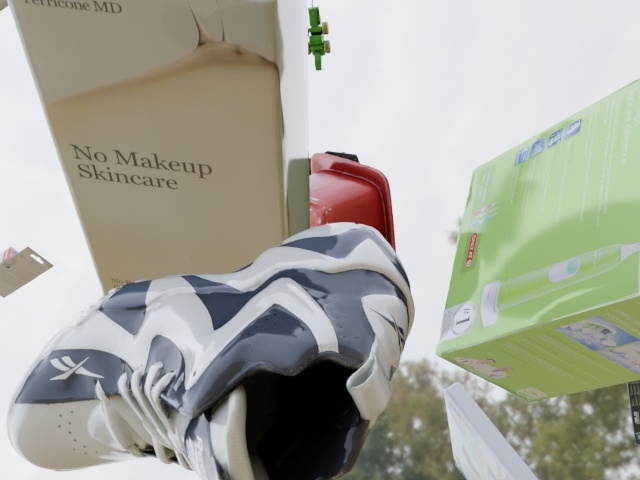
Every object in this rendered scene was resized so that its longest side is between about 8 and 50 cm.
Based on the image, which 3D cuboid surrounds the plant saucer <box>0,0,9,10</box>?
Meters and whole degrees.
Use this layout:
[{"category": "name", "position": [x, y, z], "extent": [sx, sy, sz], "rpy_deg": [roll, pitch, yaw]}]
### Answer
[{"category": "plant saucer", "position": [-0.543, -0.483, 1.154], "extent": [0.401, 0.100, 0.400], "rpy_deg": [0, -56, 1]}]

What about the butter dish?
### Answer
[{"category": "butter dish", "position": [0.000, 0.000, 0.926], "extent": [0.118, 0.160, 0.160], "rpy_deg": [-16, -69, -27]}]

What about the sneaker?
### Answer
[{"category": "sneaker", "position": [-0.064, 0.084, 0.416], "extent": [0.235, 0.153, 0.094], "rpy_deg": [-17, -68, 9]}]

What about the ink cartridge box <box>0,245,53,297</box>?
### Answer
[{"category": "ink cartridge box", "position": [-0.501, 0.044, 1.444], "extent": [0.115, 0.029, 0.063], "rpy_deg": [-30, -48, 16]}]

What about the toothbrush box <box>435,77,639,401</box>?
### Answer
[{"category": "toothbrush box", "position": [0.242, -0.001, 0.725], "extent": [0.122, 0.206, 0.283], "rpy_deg": [27, -31, -20]}]

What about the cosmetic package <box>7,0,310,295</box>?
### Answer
[{"category": "cosmetic package", "position": [-0.092, -0.079, 0.617], "extent": [0.160, 0.113, 0.309], "rpy_deg": [6, -38, 6]}]

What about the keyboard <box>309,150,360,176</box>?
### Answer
[{"category": "keyboard", "position": [-0.035, -0.095, 1.212], "extent": [0.192, 0.038, 0.100], "rpy_deg": [-18, -17, 38]}]

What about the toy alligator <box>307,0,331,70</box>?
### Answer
[{"category": "toy alligator", "position": [-0.010, -0.465, 1.908], "extent": [0.056, 0.189, 0.051], "rpy_deg": [-5, 11, 9]}]

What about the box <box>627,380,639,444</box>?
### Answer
[{"category": "box", "position": [0.359, 0.182, 0.993], "extent": [0.018, 0.083, 0.067], "rpy_deg": [-8, -1, 18]}]

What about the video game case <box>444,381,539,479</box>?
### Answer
[{"category": "video game case", "position": [0.319, 0.427, 1.453], "extent": [0.036, 0.329, 0.300], "rpy_deg": [-30, -38, -10]}]
